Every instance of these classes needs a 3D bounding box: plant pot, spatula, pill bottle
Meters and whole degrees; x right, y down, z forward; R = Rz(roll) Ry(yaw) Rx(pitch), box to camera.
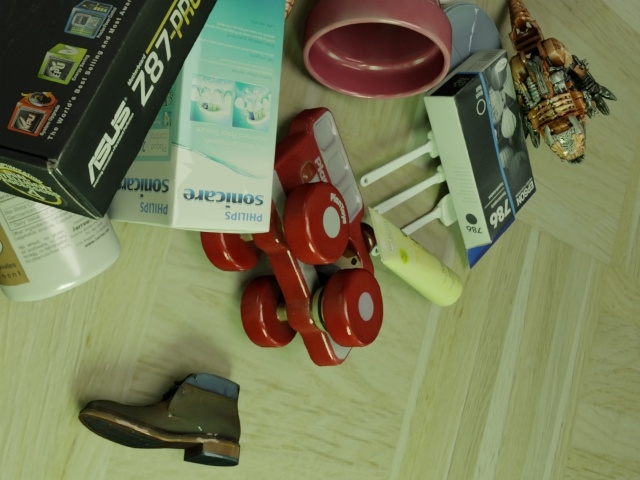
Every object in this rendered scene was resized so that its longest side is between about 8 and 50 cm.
[{"bbox_3d":[0.081,-0.317,1.116,0.201,0.201,0.180,22,65,-39],"label":"plant pot"},{"bbox_3d":[0.157,-0.079,1.285,0.242,0.019,0.168,-31,125,-34],"label":"spatula"},{"bbox_3d":[-0.308,-0.064,0.841,0.131,0.131,0.229,-32,113,-33],"label":"pill bottle"}]

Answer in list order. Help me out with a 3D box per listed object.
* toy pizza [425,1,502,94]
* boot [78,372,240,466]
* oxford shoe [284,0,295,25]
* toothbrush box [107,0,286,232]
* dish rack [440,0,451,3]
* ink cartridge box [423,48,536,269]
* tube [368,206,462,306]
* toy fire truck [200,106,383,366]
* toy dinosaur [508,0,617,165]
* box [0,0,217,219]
[{"bbox_3d":[0.226,-0.282,1.327,0.201,0.032,0.201,-10,106,-40],"label":"toy pizza"},{"bbox_3d":[-0.191,0.206,1.018,0.219,0.082,0.106,27,55,-34],"label":"boot"},{"bbox_3d":[-0.079,-0.421,1.027,0.147,0.140,0.396,9,94,-9],"label":"oxford shoe"},{"bbox_3d":[-0.154,-0.161,0.906,0.126,0.216,0.295,1,94,-39],"label":"toothbrush box"},{"bbox_3d":[0.148,-0.544,1.218,0.333,0.072,0.285,20,82,-38],"label":"dish rack"},{"bbox_3d":[0.272,-0.124,1.332,0.165,0.065,0.332,-44,128,-34],"label":"ink cartridge box"},{"bbox_3d":[0.141,0.035,1.236,0.240,0.070,0.062,35,84,-48],"label":"tube"},{"bbox_3d":[0.000,0.000,1.100,0.254,0.169,0.302,-51,126,-47],"label":"toy fire truck"},{"bbox_3d":[0.379,-0.267,1.345,0.218,0.164,0.321,28,64,-56],"label":"toy dinosaur"},{"bbox_3d":[-0.251,-0.238,0.729,0.097,0.318,0.394,63,46,-61],"label":"box"}]
